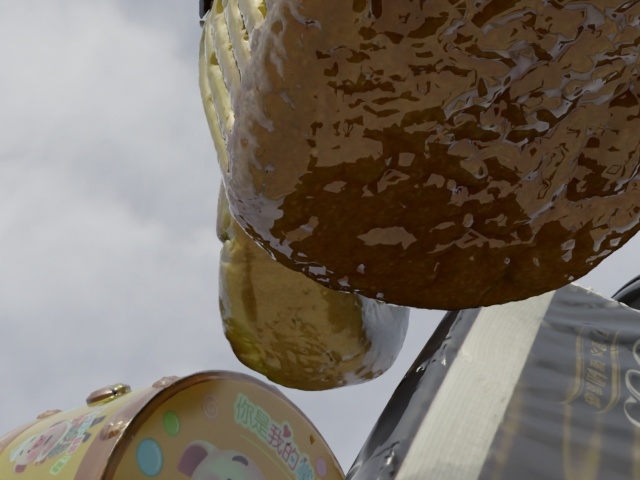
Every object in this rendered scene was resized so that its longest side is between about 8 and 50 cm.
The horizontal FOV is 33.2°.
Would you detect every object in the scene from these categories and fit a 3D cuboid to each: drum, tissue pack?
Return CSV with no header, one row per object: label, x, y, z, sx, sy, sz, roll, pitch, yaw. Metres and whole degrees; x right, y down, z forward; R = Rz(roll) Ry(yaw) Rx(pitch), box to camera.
drum,-0.141,0.343,0.991,0.214,0.431,0.431,-17,-77,30
tissue pack,0.098,0.185,0.598,0.198,0.370,0.210,28,-57,9

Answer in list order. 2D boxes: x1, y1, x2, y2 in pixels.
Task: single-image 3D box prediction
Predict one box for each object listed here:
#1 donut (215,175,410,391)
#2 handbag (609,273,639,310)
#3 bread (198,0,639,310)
donut,0.000,0.000,0.935,0.128,0.208,0.261,-3,-102,25
handbag,0.315,0.164,0.841,0.093,0.254,0.307,-4,-102,-37
bread,0.073,-0.087,0.445,0.228,0.142,0.253,14,-43,-25
